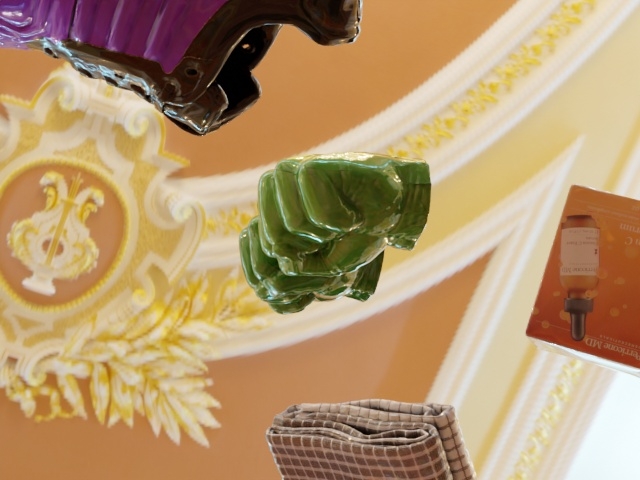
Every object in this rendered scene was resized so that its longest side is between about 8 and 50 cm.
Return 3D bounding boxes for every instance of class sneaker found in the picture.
[{"bbox_3d":[-0.107,-0.125,0.563,0.293,0.102,0.146,-10,-71,24],"label":"sneaker"}]

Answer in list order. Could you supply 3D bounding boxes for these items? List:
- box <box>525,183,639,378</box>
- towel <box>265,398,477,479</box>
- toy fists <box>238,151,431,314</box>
[{"bbox_3d":[0.305,0.045,1.013,0.130,0.091,0.171,15,-99,23],"label":"box"},{"bbox_3d":[0.071,0.335,1.305,0.283,0.121,0.235,-6,-64,35],"label":"towel"},{"bbox_3d":[0.000,0.000,0.920,0.142,0.279,0.096,5,-111,-11],"label":"toy fists"}]
